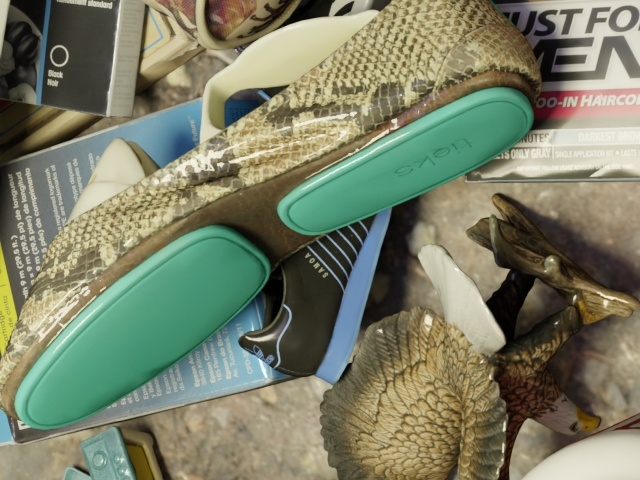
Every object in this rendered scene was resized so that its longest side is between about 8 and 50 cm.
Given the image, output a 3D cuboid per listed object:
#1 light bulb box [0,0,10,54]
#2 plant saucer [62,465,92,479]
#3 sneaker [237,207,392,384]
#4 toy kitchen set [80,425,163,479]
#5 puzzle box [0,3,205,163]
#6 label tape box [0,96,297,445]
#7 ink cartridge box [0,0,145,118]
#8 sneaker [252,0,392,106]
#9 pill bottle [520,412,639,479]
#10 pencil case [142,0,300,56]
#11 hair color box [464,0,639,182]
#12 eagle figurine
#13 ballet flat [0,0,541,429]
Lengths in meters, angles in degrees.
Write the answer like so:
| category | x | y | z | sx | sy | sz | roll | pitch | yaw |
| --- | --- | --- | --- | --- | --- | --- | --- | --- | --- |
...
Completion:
| category | x | y | z | sx | sy | sz | roll | pitch | yaw |
| --- | --- | --- | --- | --- | --- | --- | --- | --- | --- |
| light bulb box | -0.465 | -0.112 | 1.583 | 0.358 | 0.225 | 0.361 | 36 | 120 | 47 |
| plant saucer | -0.163 | 0.275 | 1.666 | 0.192 | 0.018 | 0.067 | 23 | 102 | 24 |
| sneaker | 0.000 | 0.000 | 1.488 | 0.090 | 0.081 | 0.232 | 19 | 66 | -10 |
| toy kitchen set | -0.099 | 0.213 | 1.568 | 0.207 | 0.122 | 0.166 | -25 | 74 | 16 |
| puzzle box | -0.296 | -0.290 | 1.686 | 0.272 | 0.052 | 0.409 | -31 | 79 | 23 |
| label tape box | -0.189 | 0.037 | 1.618 | 0.347 | 0.115 | 0.249 | -16 | 85 | 30 |
| ink cartridge box | -0.252 | -0.224 | 1.614 | 0.206 | 0.045 | 0.208 | 10 | 95 | 25 |
| sneaker | 0.001 | -0.198 | 1.532 | 0.121 | 0.079 | 0.217 | 27 | 104 | 23 |
| pill bottle | 0.246 | 0.233 | 1.252 | 0.229 | 0.407 | 0.229 | 1 | 93 | 26 |
| pencil case | -0.174 | -0.304 | 1.491 | 0.410 | 0.183 | 0.160 | 34 | 98 | 26 |
| hair color box | 0.212 | -0.233 | 1.411 | 0.185 | 0.113 | 0.374 | 0 | 92 | 26 |
| eagle figurine | 0.126 | 0.139 | 1.432 | 0.225 | 0.226 | 0.298 | 31 | 101 | 0 |
| ballet flat | -0.063 | -0.046 | 1.390 | 0.483 | 0.164 | 0.182 | -33 | 60 | 7 |
